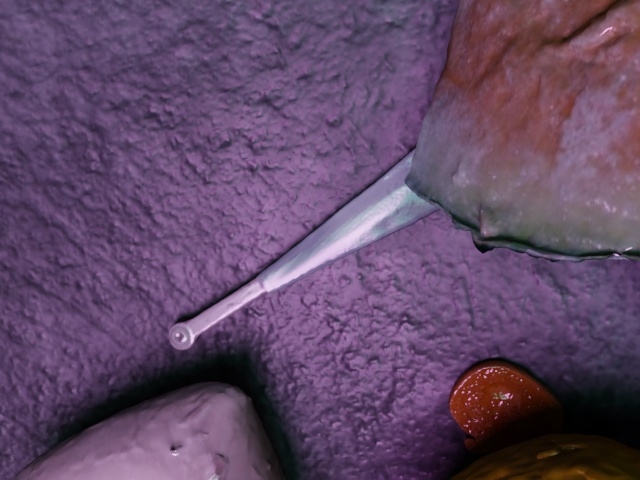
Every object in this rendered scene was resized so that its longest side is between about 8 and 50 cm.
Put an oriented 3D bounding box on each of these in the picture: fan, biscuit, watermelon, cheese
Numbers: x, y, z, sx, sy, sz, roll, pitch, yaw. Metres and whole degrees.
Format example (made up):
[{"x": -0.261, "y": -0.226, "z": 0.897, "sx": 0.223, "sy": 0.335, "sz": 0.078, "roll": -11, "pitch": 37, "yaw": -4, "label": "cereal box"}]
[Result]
[{"x": 0.000, "y": 0.000, "z": 0.652, "sx": 0.282, "sy": 0.023, "sz": 0.057, "roll": -31, "pitch": 104, "yaw": 9, "label": "fan"}, {"x": 0.142, "y": 0.135, "z": 0.685, "sx": 0.091, "sy": 0.015, "sz": 0.078, "roll": 39, "pitch": 106, "yaw": -8, "label": "biscuit"}, {"x": 0.202, "y": -0.124, "z": 0.486, "sx": 0.151, "sy": 0.264, "sz": 0.302, "roll": 10, "pitch": 93, "yaw": -37, "label": "watermelon"}, {"x": -0.109, "y": 0.213, "z": 0.646, "sx": 0.198, "sy": 0.154, "sz": 0.189, "roll": -27, "pitch": 83, "yaw": 13, "label": "cheese"}]

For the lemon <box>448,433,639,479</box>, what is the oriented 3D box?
[{"x": 0.175, "y": 0.298, "z": 0.585, "sx": 0.336, "sy": 0.336, "sz": 0.336, "roll": 1, "pitch": 106, "yaw": 3, "label": "lemon"}]
